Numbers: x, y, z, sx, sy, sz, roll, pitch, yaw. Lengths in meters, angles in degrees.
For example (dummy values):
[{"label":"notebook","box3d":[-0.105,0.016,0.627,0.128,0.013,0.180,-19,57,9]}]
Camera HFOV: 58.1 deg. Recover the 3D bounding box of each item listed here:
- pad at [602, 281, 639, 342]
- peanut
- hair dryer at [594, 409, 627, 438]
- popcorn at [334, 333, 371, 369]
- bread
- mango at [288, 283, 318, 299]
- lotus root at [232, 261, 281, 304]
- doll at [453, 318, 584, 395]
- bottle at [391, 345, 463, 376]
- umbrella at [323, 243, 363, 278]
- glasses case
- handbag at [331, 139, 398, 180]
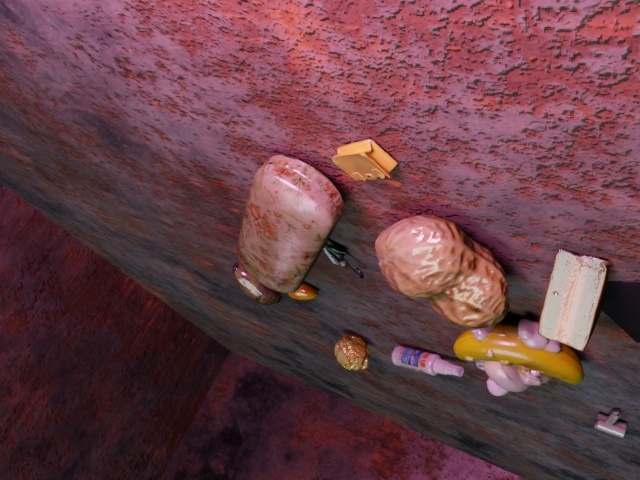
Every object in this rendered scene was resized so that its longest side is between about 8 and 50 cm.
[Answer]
[{"label":"pad","box3d":[0.480,0.110,0.852,0.190,0.004,0.127,36,159,-24]},{"label":"peanut","box3d":[0.197,0.052,0.919,0.233,0.110,0.197,32,155,-13]},{"label":"hair dryer","box3d":[0.670,0.408,1.312,0.063,0.037,0.124,17,151,22]},{"label":"popcorn","box3d":[0.100,0.343,1.796,0.116,0.120,0.106,-4,112,13]},{"label":"bread","box3d":[0.359,0.086,0.823,0.074,0.084,0.139,20,157,29]},{"label":"mango","box3d":[-0.047,0.137,1.549,0.089,0.046,0.060,6,156,20]},{"label":"lotus root","box3d":[-0.172,0.120,1.610,0.081,0.089,0.179,-33,123,20]},{"label":"doll","box3d":[0.379,0.230,1.133,0.237,0.111,0.252,-18,133,42]},{"label":"bottle","box3d":[0.293,0.335,1.573,0.217,0.060,0.060,6,151,48]},{"label":"umbrella","box3d":[0.001,0.003,1.161,0.044,0.044,0.269,-40,118,21]},{"label":"glasses case","box3d":[-0.069,-0.012,1.073,0.157,0.098,0.425,34,153,3]},{"label":"handbag","box3d":[0.061,-0.111,0.814,0.061,0.027,0.083,36,162,-26]}]
